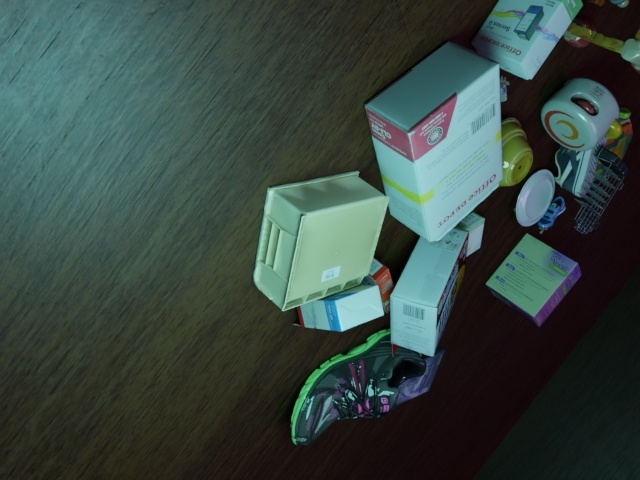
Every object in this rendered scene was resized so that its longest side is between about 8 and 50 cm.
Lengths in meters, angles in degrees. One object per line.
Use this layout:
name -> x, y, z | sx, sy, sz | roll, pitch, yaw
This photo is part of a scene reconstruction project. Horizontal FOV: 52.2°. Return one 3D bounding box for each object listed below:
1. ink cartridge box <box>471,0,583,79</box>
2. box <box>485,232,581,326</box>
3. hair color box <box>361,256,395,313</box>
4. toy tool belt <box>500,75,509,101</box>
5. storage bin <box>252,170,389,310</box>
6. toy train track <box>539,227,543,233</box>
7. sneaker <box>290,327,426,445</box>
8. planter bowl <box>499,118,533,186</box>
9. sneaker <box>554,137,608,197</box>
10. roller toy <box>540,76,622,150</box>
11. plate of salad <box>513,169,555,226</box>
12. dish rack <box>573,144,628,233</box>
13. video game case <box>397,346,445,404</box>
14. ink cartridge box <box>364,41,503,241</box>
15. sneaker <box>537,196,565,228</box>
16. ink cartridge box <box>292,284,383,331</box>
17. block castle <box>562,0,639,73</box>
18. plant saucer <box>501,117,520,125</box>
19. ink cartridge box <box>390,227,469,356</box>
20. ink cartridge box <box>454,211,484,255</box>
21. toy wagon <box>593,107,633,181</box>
ink cartridge box -> 0.485, -0.510, 1.546 | 0.093, 0.154, 0.212 | 24, 102, -52
box -> 0.753, 0.139, 2.316 | 0.243, 0.213, 0.117 | -51, 143, -2
hair color box -> 0.151, 0.114, 1.762 | 0.053, 0.093, 0.167 | -41, 141, -13
toy tool belt -> 0.467, -0.405, 1.712 | 0.083, 0.052, 0.051 | 57, 43, -55
storage bin -> 0.000, 0.000, 1.486 | 0.262, 0.123, 0.260 | -15, 130, -39
toy train track -> 0.819, -0.064, 2.386 | 0.048, 0.014, 0.083 | 13, 104, -43
sneaker -> 0.115, 0.432, 1.895 | 0.482, 0.202, 0.185 | -33, 139, -24
planter bowl -> 0.526, -0.219, 1.822 | 0.217, 0.090, 0.217 | -28, 137, -29
sneaker -> 0.842, -0.305, 2.117 | 0.126, 0.127, 0.321 | -18, 129, -40
roller toy -> 0.767, -0.374, 1.921 | 0.146, 0.209, 0.191 | -45, 123, -11
plate of salad -> 0.709, -0.143, 2.176 | 0.199, 0.048, 0.200 | -18, 122, -32
dish rack -> 0.899, -0.154, 2.132 | 0.208, 0.074, 0.272 | 17, 104, -52
video game case -> 0.319, 0.492, 2.310 | 0.274, 0.026, 0.196 | -12, 128, -42
ink cartridge box -> 0.284, -0.224, 1.565 | 0.279, 0.160, 0.385 | -39, 141, -15
sneaker -> 0.820, -0.100, 2.326 | 0.144, 0.053, 0.059 | -46, 144, -22
ink cartridge box -> 0.031, 0.162, 1.618 | 0.134, 0.231, 0.078 | -17, 97, -33
block castle -> 0.809, -0.673, 1.632 | 0.212, 0.303, 0.453 | -3, 123, -46
plant saucer -> 0.492, -0.263, 1.856 | 0.195, 0.037, 0.195 | -28, 137, -30
ink cartridge box -> 0.306, 0.153, 1.831 | 0.272, 0.130, 0.309 | 84, 28, -44
ink cartridge box -> 0.421, 0.045, 2.024 | 0.171, 0.056, 0.235 | -29, 136, -28
toy wagon -> 1.033, -0.338, 2.338 | 0.344, 0.068, 0.267 | -23, 135, -33
